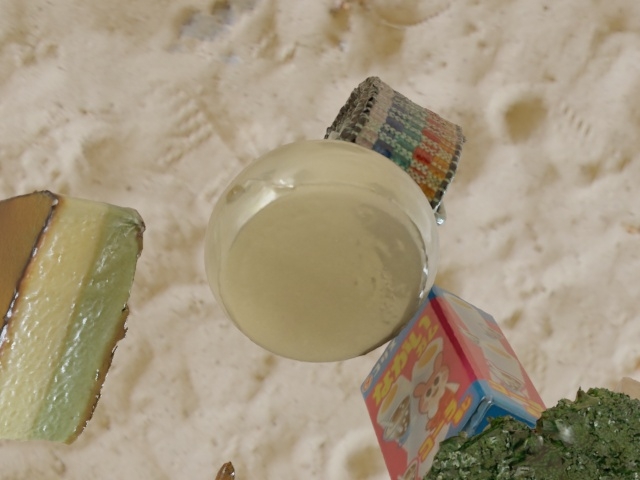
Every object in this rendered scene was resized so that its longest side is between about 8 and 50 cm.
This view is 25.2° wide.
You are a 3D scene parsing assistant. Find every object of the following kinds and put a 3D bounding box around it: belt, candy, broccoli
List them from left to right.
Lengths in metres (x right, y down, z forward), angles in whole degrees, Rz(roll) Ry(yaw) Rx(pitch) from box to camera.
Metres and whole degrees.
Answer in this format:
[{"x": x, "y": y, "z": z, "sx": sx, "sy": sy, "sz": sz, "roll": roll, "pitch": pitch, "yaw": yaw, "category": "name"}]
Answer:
[{"x": 0.069, "y": -0.066, "z": 1.645, "sx": 0.160, "sy": 0.295, "sz": 0.207, "roll": 33, "pitch": 99, "yaw": -5, "category": "belt"}, {"x": 0.141, "y": 0.179, "z": 1.531, "sx": 0.100, "sy": 0.306, "sz": 0.157, "roll": 27, "pitch": 104, "yaw": -17, "category": "candy"}, {"x": 0.197, "y": 0.237, "z": 1.241, "sx": 0.269, "sy": 0.269, "sz": 0.254, "roll": 37, "pitch": 86, "yaw": -30, "category": "broccoli"}]

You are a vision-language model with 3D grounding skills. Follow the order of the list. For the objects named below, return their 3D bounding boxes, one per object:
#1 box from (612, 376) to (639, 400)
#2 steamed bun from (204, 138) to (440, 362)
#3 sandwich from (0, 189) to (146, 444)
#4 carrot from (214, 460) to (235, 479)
[{"x": 0.319, "y": 0.195, "z": 1.432, "sx": 0.089, "sy": 0.122, "sz": 0.062, "roll": 24, "pitch": 120, "yaw": 1, "category": "box"}, {"x": 0.000, "y": 0.000, "z": 1.419, "sx": 0.232, "sy": 0.145, "sz": 0.231, "roll": -2, "pitch": 120, "yaw": -3, "category": "steamed bun"}, {"x": -0.236, "y": 0.026, "z": 1.159, "sx": 0.108, "sy": 0.186, "sz": 0.220, "roll": 8, "pitch": 116, "yaw": -35, "category": "sandwich"}, {"x": -0.118, "y": 0.299, "z": 1.456, "sx": 0.036, "sy": 0.036, "sz": 0.165, "roll": 15, "pitch": 98, "yaw": -28, "category": "carrot"}]
